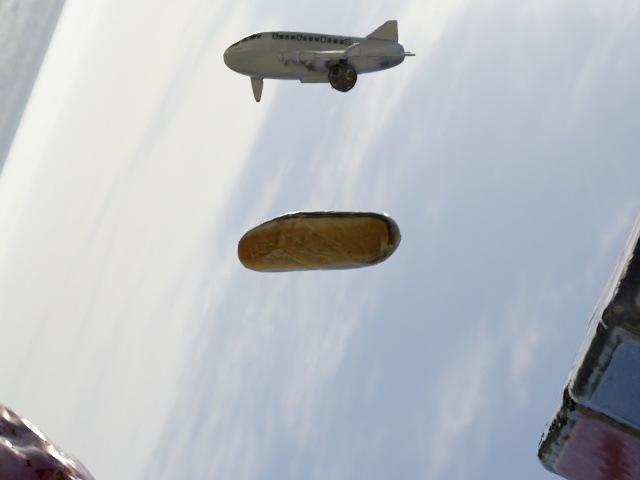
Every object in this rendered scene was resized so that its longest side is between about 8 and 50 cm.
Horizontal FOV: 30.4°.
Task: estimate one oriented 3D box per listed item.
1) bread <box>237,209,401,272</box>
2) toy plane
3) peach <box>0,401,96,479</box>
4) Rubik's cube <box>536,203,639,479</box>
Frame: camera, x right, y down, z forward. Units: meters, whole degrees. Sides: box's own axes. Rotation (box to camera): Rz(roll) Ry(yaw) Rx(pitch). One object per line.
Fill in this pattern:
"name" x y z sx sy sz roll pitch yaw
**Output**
"bread" 0.000 0.000 1.372 0.214 0.053 0.073 -5 -90 31
"toy plane" -0.002 -0.165 1.070 0.162 0.171 0.065 -83 163 -79
"peach" -0.332 0.304 1.077 0.302 0.343 0.342 -44 -158 15
"Rubik's cube" 0.411 0.082 1.051 0.313 0.316 0.318 -59 165 -29
